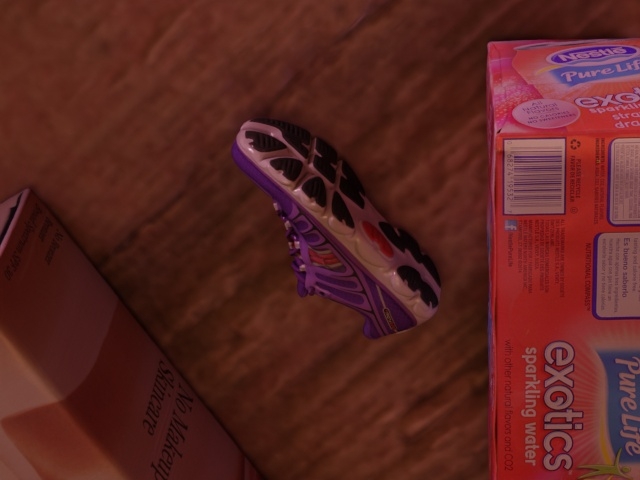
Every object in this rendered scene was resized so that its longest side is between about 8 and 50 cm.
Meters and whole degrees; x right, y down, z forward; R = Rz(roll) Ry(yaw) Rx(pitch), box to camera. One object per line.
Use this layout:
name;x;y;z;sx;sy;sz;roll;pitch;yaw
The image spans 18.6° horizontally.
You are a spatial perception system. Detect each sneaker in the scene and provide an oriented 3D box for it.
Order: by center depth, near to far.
sneaker;0.000;0.000;1.184;0.071;0.068;0.170;-33;111;24

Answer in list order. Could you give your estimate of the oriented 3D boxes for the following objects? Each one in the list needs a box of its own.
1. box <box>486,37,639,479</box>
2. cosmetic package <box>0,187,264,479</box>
box;0.174;0.042;1.150;0.154;0.142;0.300;-2;117;4
cosmetic package;-0.153;0.136;1.214;0.129;0.153;0.296;-29;113;18
